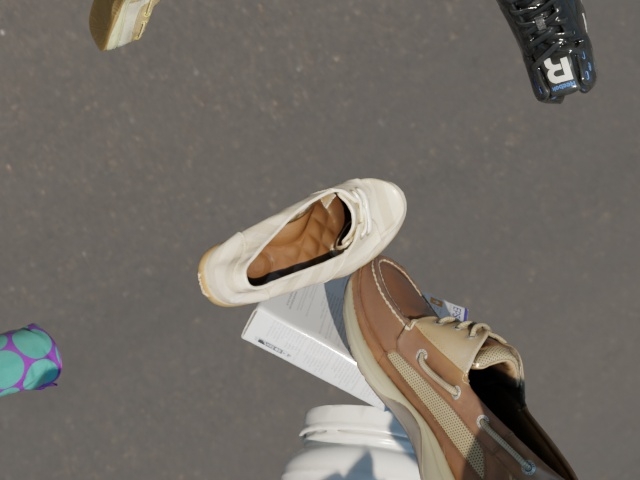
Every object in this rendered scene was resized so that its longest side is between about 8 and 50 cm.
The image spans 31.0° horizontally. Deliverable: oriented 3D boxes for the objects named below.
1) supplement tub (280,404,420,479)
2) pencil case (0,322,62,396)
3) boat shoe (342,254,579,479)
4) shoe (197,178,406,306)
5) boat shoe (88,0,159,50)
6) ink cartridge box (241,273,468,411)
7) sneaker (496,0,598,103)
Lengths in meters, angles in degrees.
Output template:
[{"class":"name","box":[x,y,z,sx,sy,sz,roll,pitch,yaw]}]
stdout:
[{"class":"supplement tub","box":[0.052,0.371,1.366,0.228,0.316,0.228,8,159,3]},{"class":"pencil case","box":[-0.323,0.131,1.105,0.151,0.064,0.070,-20,101,-46]},{"class":"boat shoe","box":[0.125,0.126,1.007,0.123,0.324,0.116,20,121,-45]},{"class":"shoe","box":[0.000,0.000,0.962,0.219,0.077,0.058,-26,-177,-36]},{"class":"boat shoe","box":[-0.153,-0.212,0.953,0.045,0.050,0.135,-16,158,-36]},{"class":"ink cartridge box","box":[0.044,0.088,1.216,0.223,0.223,0.045,27,115,-2]},{"class":"sneaker","box":[0.204,-0.195,1.030,0.079,0.121,0.217,-18,156,21]}]
